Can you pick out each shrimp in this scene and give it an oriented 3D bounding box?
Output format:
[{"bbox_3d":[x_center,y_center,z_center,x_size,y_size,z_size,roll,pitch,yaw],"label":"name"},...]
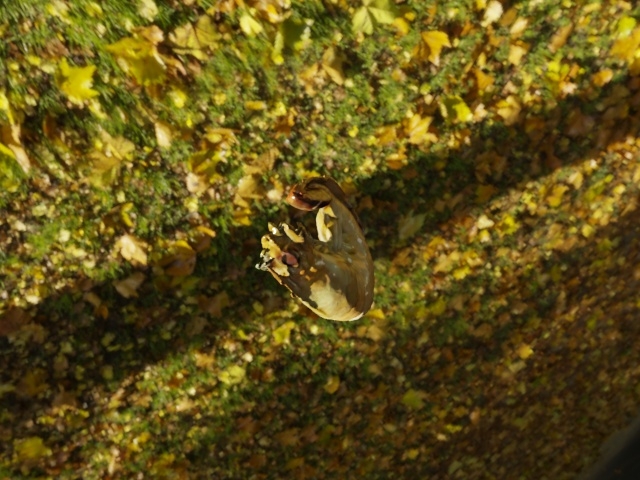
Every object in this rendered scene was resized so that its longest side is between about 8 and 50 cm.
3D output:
[{"bbox_3d":[0.004,0.000,0.566,0.236,0.053,0.133,25,69,-63],"label":"shrimp"}]
